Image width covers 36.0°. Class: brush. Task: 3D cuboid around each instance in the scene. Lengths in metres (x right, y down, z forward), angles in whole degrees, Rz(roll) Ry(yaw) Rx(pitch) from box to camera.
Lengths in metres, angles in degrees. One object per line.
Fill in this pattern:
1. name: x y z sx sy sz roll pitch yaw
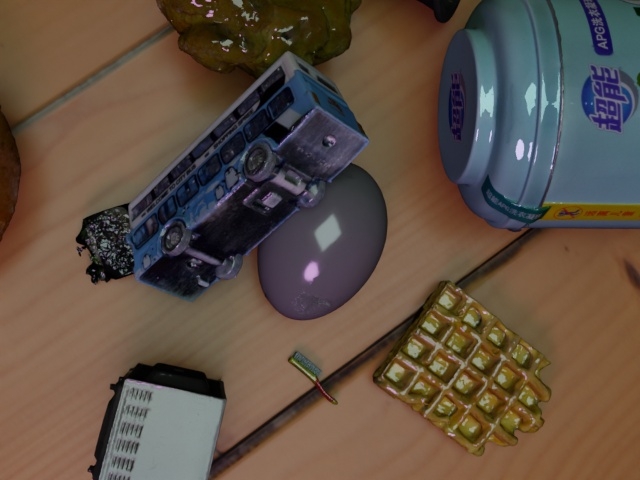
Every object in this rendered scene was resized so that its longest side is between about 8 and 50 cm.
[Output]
1. brush: -0.005 0.172 1.228 0.083 0.019 0.021 45 74 -1

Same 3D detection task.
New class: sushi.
1. sushi: -0.250 0.004 1.188 0.084 0.056 0.083 -18 90 -8

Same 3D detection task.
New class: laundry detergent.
1. laundry detergent: 0.305 -0.151 1.148 0.305 0.287 0.287 0 87 -8

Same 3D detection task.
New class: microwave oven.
1. microwave oven: -0.184 0.223 1.110 0.129 0.205 0.163 12 85 -7

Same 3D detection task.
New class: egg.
1. egg: 0.000 0.000 1.173 0.146 0.146 0.199 29 93 -5

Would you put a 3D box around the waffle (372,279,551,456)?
1. waffle: 0.192 0.175 1.234 0.211 0.055 0.160 39 83 -5

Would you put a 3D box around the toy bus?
1. toy bus: -0.091 -0.066 1.110 0.297 0.131 0.106 -40 137 23

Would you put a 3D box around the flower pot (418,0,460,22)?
1. flower pot: 0.108 -0.395 1.190 0.148 0.235 0.235 15 85 13

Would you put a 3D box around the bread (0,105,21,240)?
1. bread: -0.490 -0.087 1.111 0.312 0.172 0.312 0 91 -10

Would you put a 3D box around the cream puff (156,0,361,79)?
1. cream puff: -0.070 -0.286 1.154 0.244 0.196 0.244 0 88 -9
